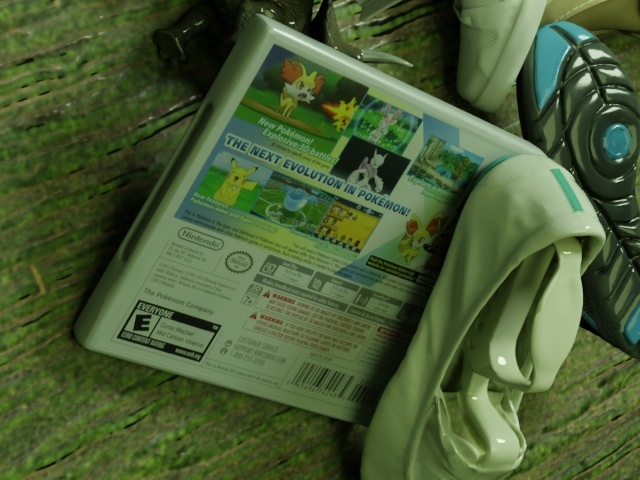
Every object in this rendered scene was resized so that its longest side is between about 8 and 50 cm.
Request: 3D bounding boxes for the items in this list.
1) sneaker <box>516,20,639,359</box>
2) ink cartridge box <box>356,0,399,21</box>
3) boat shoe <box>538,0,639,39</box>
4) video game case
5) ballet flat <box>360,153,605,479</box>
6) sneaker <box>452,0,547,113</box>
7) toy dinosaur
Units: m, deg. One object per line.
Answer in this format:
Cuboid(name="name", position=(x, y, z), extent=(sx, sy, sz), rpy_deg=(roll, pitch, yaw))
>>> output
Cuboid(name="sneaker", position=(0.243, -0.045, 1.477), extent=(0.125, 0.139, 0.341), rpy_deg=(-25, 108, -22))
Cuboid(name="ink cartridge box", position=(0.064, -0.253, 1.227), extent=(0.060, 0.104, 0.180), rpy_deg=(55, 20, -21))
Cuboid(name="boat shoe", position=(0.338, -0.240, 1.481), extent=(0.302, 0.109, 0.098), rpy_deg=(-20, 78, -14))
Cuboid(name="video game case", position=(0.000, 0.000, 1.279), extent=(0.329, 0.036, 0.300), rpy_deg=(21, 108, -38))
Cuboid(name="ballet flat", position=(0.139, 0.120, 1.330), extent=(0.139, 0.139, 0.400), rpy_deg=(-2, 122, -38))
Cuboid(name="sneaker", position=(0.127, -0.267, 1.379), extent=(0.169, 0.108, 0.292), rpy_deg=(10, 112, -10))
Cuboid(name="toy dinosaur", position=(-0.057, -0.229, 1.240), extent=(0.160, 0.121, 0.313), rpy_deg=(-36, 113, -42))
